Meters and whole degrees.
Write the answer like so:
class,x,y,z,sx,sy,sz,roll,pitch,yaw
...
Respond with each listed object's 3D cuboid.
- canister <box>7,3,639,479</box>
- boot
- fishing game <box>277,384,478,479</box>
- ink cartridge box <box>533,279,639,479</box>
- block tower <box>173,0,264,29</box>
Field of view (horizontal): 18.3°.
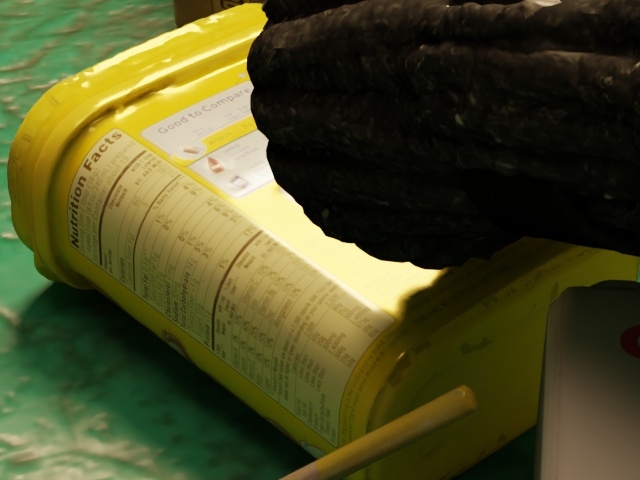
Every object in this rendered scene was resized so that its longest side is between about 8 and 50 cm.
class,x,y,z,sx,sy,sz,roll,pitch,yaw
canister,0.000,0.000,0.631,0.126,0.073,0.170,-28,46,-33
boot,0.180,-0.061,0.504,0.348,0.131,0.260,-4,3,-27
fishing game,-0.023,0.134,0.392,0.189,0.041,0.264,-28,31,29
ink cartridge box,0.130,0.122,0.438,0.172,0.100,0.237,4,37,6
block tower,0.100,-0.078,0.721,0.335,0.091,0.097,15,38,21
